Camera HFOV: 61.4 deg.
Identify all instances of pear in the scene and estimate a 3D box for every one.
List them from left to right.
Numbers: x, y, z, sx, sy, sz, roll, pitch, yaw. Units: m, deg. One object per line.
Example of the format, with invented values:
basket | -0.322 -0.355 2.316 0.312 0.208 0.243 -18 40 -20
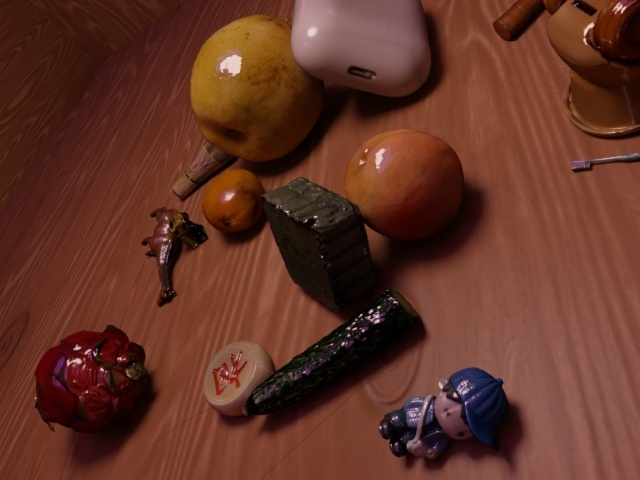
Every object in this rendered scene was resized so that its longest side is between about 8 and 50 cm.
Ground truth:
pear | -0.140 -0.338 1.206 0.314 0.314 0.314 -25 41 24

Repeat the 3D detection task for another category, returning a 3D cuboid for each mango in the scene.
mango | -0.192 -0.093 1.183 0.145 0.112 0.219 -42 25 4

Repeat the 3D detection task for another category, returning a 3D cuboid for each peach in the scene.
peach | 0.123 -0.086 0.823 0.184 0.184 0.184 -25 41 24

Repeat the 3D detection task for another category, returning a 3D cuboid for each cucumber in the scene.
cucumber | 0.008 0.174 0.776 0.293 0.067 0.067 -37 38 12

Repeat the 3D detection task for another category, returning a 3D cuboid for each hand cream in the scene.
hand cream | -0.311 -0.187 1.410 0.203 0.084 0.084 -44 37 13

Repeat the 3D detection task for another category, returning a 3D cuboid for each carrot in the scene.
carrot | 0.389 -0.440 1.018 0.139 0.048 0.048 -44 37 -3

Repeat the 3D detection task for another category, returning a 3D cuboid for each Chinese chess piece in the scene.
Chinese chess piece | -0.133 0.221 0.871 0.122 0.051 0.122 -25 41 24

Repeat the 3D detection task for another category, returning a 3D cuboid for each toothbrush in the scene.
toothbrush | 0.415 -0.108 0.705 0.167 0.011 0.014 -3 58 41

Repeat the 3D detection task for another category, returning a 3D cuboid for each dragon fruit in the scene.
dragon fruit | -0.440 0.266 1.018 0.274 0.193 0.192 -21 70 29

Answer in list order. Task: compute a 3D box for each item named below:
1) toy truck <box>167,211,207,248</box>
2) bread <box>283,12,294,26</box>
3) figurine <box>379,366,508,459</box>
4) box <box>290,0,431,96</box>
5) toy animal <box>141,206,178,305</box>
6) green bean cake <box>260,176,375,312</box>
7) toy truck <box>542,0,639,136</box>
toy truck | -0.307 -0.024 1.236 0.054 0.083 0.049 -42 38 5
bread | -0.151 -0.494 1.514 0.185 0.114 0.274 0 58 44
figurine | 0.145 0.205 0.620 0.149 0.086 0.087 -33 -3 33
box | 0.085 -0.447 1.133 0.141 0.289 0.349 110 167 -47
toy animal | -0.372 0.031 1.264 0.230 0.066 0.224 8 77 51
green bean cake | 0.000 0.000 0.852 0.094 0.173 0.181 -29 31 -20
toy truck | 0.434 -0.299 0.706 0.288 0.211 0.204 -36 38 17
